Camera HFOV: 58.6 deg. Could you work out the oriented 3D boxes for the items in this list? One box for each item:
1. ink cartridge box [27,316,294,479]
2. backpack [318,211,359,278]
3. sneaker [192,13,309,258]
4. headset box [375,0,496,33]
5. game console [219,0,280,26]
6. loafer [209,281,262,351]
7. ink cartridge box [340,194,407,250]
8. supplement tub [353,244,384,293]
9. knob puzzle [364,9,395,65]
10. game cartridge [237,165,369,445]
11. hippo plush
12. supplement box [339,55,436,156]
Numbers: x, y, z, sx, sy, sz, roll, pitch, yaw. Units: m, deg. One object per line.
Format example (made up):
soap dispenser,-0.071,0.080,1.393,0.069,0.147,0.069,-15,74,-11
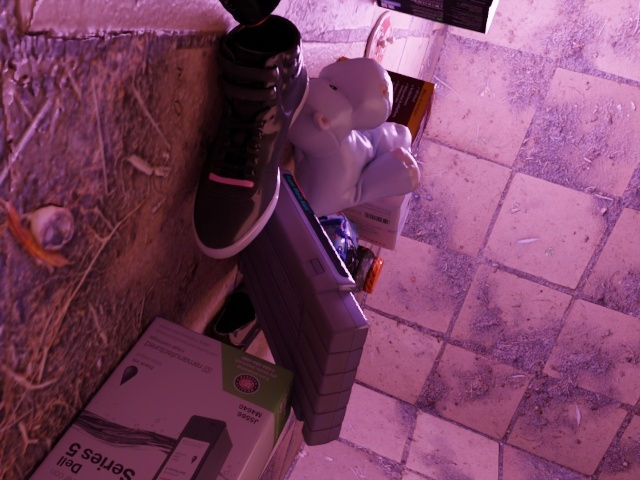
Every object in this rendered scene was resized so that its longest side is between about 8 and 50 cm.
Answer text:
ink cartridge box,-0.175,0.249,0.655,0.114,0.199,0.272,98,16,-45
backpack,0.000,0.000,1.177,0.117,0.158,0.173,64,30,-49
sneaker,-0.092,-0.133,0.659,0.147,0.105,0.295,78,28,-66
headset box,0.264,-0.598,1.137,0.131,0.247,0.282,12,97,-78
game console,-0.047,-0.396,0.366,0.341,0.060,0.386,-62,155,-12
loafer,-0.116,0.109,0.984,0.078,0.080,0.220,97,18,-50
ink cartridge box,0.105,-0.100,1.350,0.278,0.202,0.117,78,34,-70
supplement tub,0.052,0.056,1.397,0.117,0.191,0.116,20,90,-79
knob puzzle,0.143,-0.451,1.361,0.213,0.030,0.213,20,90,-78
game cartridge,-0.039,0.062,0.776,0.355,0.068,0.230,-119,-146,-44
hippo plush,0.006,-0.176,0.908,0.294,0.234,0.236,-26,136,-7
supplement box,0.102,-0.229,1.135,0.129,0.194,0.191,69,42,-73
